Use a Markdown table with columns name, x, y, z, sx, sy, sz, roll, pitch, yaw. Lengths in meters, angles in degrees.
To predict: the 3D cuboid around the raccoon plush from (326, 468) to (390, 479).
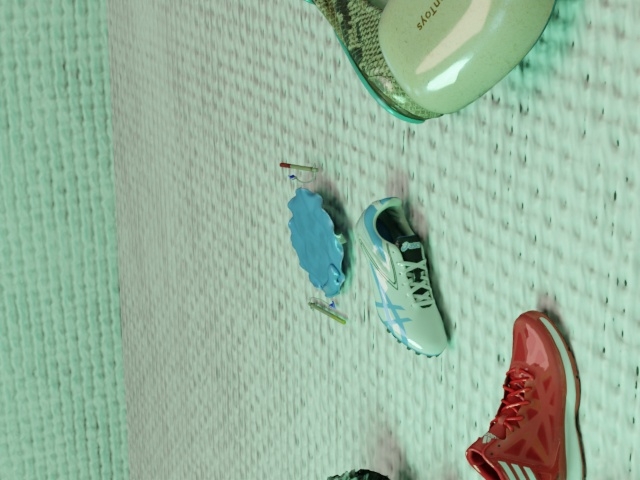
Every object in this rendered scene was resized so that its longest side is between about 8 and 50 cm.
| name | x | y | z | sx | sy | sz | roll | pitch | yaw |
| --- | --- | --- | --- | --- | --- | --- | --- | --- | --- |
| raccoon plush | 0.126 | 0.528 | 1.884 | 0.299 | 0.216 | 0.446 | 34 | 159 | 42 |

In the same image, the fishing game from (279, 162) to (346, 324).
| name | x | y | z | sx | sy | sz | roll | pitch | yaw |
| --- | --- | --- | --- | --- | --- | --- | --- | --- | --- |
| fishing game | 0.000 | 0.000 | 2.067 | 0.189 | 0.041 | 0.264 | 14 | 118 | 65 |

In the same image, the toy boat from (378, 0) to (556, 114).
| name | x | y | z | sx | sy | sz | roll | pitch | yaw |
| --- | --- | --- | --- | --- | --- | --- | --- | --- | --- |
| toy boat | 0.161 | -0.321 | 1.490 | 0.267 | 0.148 | 0.318 | -45 | 58 | 38 |

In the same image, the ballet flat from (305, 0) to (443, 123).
| name | x | y | z | sx | sy | sz | roll | pitch | yaw |
| --- | --- | --- | --- | --- | --- | --- | --- | --- | --- |
| ballet flat | 0.053 | -0.347 | 1.735 | 0.483 | 0.164 | 0.182 | 50 | 120 | 40 |

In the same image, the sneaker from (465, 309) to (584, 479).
| name | x | y | z | sx | sy | sz | roll | pitch | yaw |
| --- | --- | --- | --- | --- | --- | --- | --- | --- | --- |
| sneaker | 0.231 | 0.198 | 1.507 | 0.087 | 0.128 | 0.221 | -20 | 80 | 64 |

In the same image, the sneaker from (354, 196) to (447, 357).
| name | x | y | z | sx | sy | sz | roll | pitch | yaw |
| --- | --- | --- | --- | --- | --- | --- | --- | --- | --- |
| sneaker | 0.115 | 0.049 | 1.775 | 0.086 | 0.085 | 0.237 | -49 | 56 | 50 |
